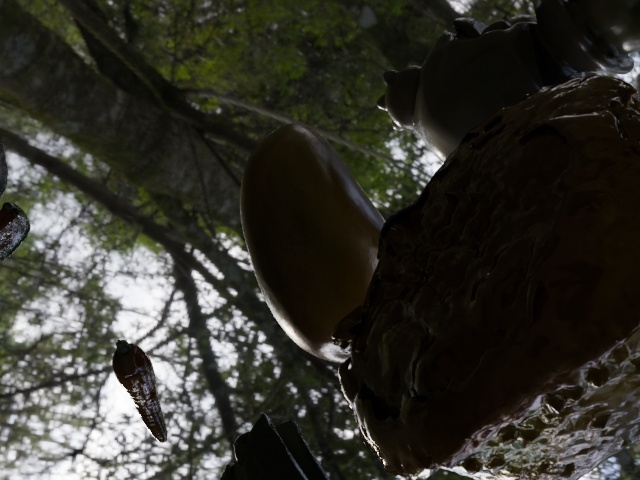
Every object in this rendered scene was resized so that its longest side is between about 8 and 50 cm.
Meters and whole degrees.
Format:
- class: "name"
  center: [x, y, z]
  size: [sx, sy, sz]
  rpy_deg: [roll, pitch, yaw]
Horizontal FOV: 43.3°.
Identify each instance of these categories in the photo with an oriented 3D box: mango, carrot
- class: "mango"
  center: [0.000, 0.000, 1.005]
  size: [0.173, 0.211, 0.317]
  rpy_deg: [-27, -99, 24]
- class: "carrot"
  center: [-0.164, 0.139, 0.744]
  size: [0.035, 0.142, 0.035]
  rpy_deg: [-5, -137, 4]

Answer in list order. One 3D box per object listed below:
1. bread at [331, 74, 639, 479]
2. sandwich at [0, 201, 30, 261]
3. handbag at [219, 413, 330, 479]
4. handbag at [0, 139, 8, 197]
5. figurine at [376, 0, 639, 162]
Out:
- class: "bread"
  center: [0.178, 0.051, 0.688]
  size: [0.358, 0.204, 0.337]
  rpy_deg: [-45, -160, 33]
- class: "sandwich"
  center: [-0.457, -0.007, 1.165]
  size: [0.026, 0.069, 0.101]
  rpy_deg: [42, -85, 21]
- class: "handbag"
  center: [-0.074, 0.397, 1.050]
  size: [0.247, 0.079, 0.260]
  rpy_deg: [-51, -132, 14]
- class: "handbag"
  center: [-0.459, -0.089, 0.706]
  size: [0.075, 0.332, 0.191]
  rpy_deg: [-58, -133, 43]
- class: "figurine"
  center: [0.263, -0.198, 0.960]
  size: [0.380, 0.248, 0.203]
  rpy_deg: [-36, -147, 41]
